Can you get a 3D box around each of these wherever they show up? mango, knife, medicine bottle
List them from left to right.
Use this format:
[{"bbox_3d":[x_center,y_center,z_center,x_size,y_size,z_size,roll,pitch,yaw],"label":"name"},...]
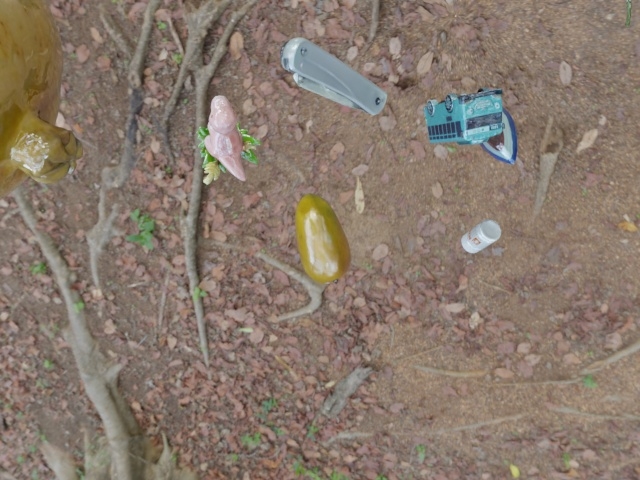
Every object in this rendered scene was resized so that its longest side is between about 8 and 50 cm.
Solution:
[{"bbox_3d":[0.003,0.006,1.146,0.139,0.175,0.254,-23,124,-8],"label":"mango"},{"bbox_3d":[0.033,-0.295,0.800,0.041,0.266,0.073,21,100,43],"label":"knife"},{"bbox_3d":[0.391,-0.009,1.043,0.057,0.057,0.089,30,155,0],"label":"medicine bottle"}]

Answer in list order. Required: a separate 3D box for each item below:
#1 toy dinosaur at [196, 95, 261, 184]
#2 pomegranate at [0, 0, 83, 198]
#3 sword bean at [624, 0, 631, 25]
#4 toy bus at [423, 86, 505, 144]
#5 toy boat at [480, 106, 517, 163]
[{"bbox_3d":[-0.205,-0.233,0.999,0.152,0.177,0.194,-7,106,-17],"label":"toy dinosaur"},{"bbox_3d":[-0.473,-0.183,0.468,0.412,0.411,0.411,7,119,14],"label":"pomegranate"},{"bbox_3d":[0.720,-0.532,0.999,0.012,0.012,0.083,-20,152,26],"label":"sword bean"},{"bbox_3d":[0.254,-0.218,0.766,0.079,0.160,0.091,-14,102,-7],"label":"toy bus"},{"bbox_3d":[0.351,-0.228,0.873,0.046,0.228,0.080,37,125,-24],"label":"toy boat"}]
